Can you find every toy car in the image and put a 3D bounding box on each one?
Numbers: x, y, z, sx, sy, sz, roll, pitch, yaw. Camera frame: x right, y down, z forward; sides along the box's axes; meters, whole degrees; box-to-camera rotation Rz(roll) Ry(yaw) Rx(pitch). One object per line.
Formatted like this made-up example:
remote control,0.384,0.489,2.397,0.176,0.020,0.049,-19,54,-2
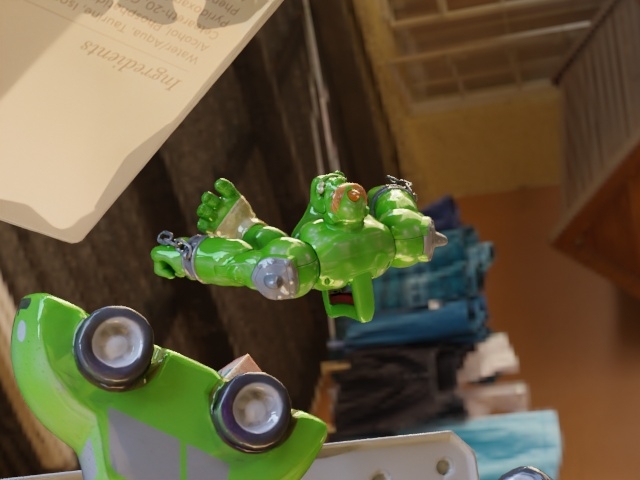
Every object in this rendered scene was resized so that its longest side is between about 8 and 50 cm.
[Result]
toy car,0.005,0.084,0.394,0.053,0.225,0.239,-67,7,-17

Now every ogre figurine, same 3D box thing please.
ogre figurine,0.000,0.000,0.893,0.197,0.118,0.097,8,-81,-35

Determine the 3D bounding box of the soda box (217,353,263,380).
soda box,-0.036,0.189,1.102,0.183,0.058,0.063,51,-151,-3

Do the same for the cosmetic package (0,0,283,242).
cosmetic package,-0.237,-0.273,0.990,0.327,0.394,0.329,21,-147,-40

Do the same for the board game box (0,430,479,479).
board game box,-0.074,0.311,0.668,0.050,0.389,0.390,149,116,-63
